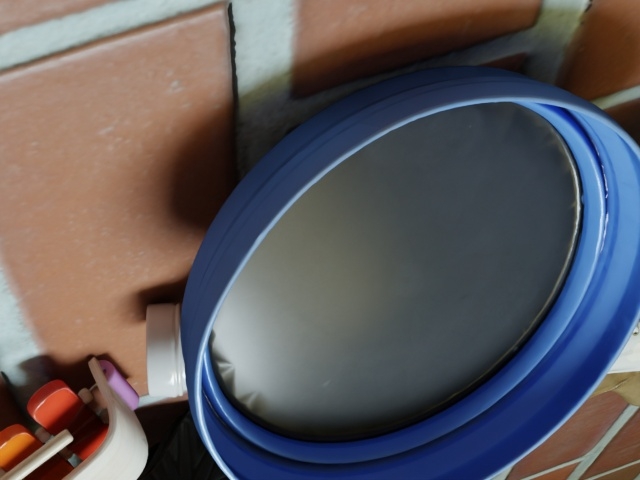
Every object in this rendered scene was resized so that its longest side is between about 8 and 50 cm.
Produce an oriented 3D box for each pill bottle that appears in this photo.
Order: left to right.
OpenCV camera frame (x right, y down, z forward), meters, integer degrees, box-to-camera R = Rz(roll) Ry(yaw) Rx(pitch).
[{"bbox_3d":[-0.049,0.090,1.223,0.194,0.108,0.108,-1,157,-3],"label":"pill bottle"}]

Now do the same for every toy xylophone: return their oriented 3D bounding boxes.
[{"bbox_3d":[-0.283,0.232,1.274,0.323,0.081,0.236,-38,158,-16],"label":"toy xylophone"}]

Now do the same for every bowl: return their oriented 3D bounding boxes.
[{"bbox_3d":[0.075,0.044,1.094,0.391,0.077,0.391,-15,129,-20],"label":"bowl"}]

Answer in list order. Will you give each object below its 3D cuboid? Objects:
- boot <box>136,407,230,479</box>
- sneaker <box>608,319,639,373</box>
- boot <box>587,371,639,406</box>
[{"bbox_3d":[-0.214,0.334,1.493,0.260,0.131,0.348,-38,-174,34],"label":"boot"},{"bbox_3d":[0.309,0.091,1.525,0.290,0.106,0.123,-24,161,9],"label":"sneaker"},{"bbox_3d":[0.318,0.202,1.899,0.270,0.089,0.236,-27,147,-6],"label":"boot"}]
